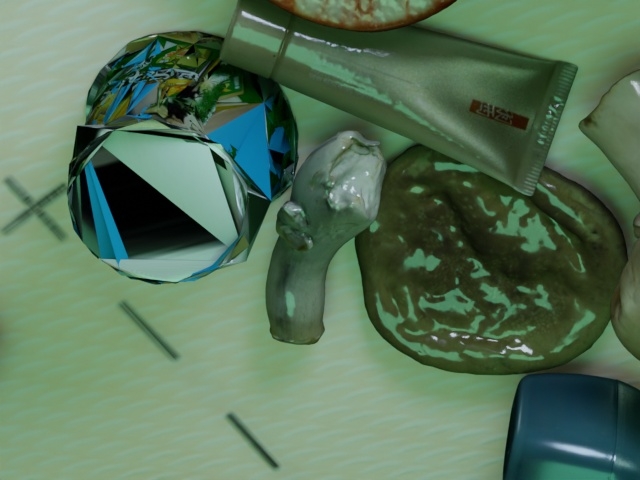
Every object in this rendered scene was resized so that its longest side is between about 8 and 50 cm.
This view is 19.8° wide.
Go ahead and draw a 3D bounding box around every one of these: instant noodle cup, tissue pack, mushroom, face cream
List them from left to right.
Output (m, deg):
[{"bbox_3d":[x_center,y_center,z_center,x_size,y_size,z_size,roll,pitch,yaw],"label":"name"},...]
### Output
[{"bbox_3d":[-0.146,-0.073,1.834,0.240,0.178,0.240,4,118,6],"label":"instant noodle cup"},{"bbox_3d":[-0.002,-0.002,1.895,0.096,0.099,0.278,34,129,13],"label":"mushroom"},{"bbox_3d":[0.073,-0.162,1.812,0.341,0.084,0.137,19,94,-5],"label":"face cream"},{"bbox_3d":[0.281,0.294,1.947,0.206,0.198,0.287,11,117,5],"label":"tissue pack"},{"bbox_3d":[0.366,-0.023,1.763,0.290,0.292,0.292,46,119,20],"label":"mushroom"}]

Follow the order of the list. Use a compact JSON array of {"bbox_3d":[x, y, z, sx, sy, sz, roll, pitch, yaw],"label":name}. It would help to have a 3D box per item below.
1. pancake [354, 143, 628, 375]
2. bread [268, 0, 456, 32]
[{"bbox_3d":[0.174,0.029,1.911,0.294,0.049,0.294,4,119,8],"label":"pancake"},{"bbox_3d":[0.028,-0.354,1.697,0.295,0.114,0.327,-24,113,19],"label":"bread"}]
